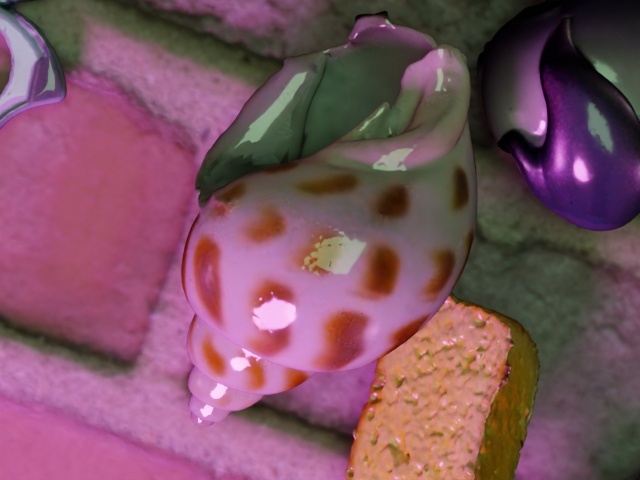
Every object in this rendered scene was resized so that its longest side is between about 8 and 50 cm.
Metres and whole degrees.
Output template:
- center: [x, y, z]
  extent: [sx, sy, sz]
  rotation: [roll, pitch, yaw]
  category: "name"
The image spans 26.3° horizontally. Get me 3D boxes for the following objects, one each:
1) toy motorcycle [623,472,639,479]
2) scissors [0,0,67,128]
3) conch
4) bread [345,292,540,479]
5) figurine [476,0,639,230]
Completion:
- center: [0.239, 0.203, 0.916]
  extent: [0.263, 0.091, 0.157]
  rotation: [-21, 96, -9]
  category: "toy motorcycle"
- center: [-0.330, -0.184, 0.880]
  extent: [0.360, 0.029, 0.191]
  rotation: [13, 89, -7]
  category: "scissors"
- center: [0.000, 0.000, 0.859]
  extent: [0.275, 0.183, 0.149]
  rotation: [-38, 125, -1]
  category: "conch"
- center: [0.077, 0.125, 0.890]
  extent: [0.103, 0.065, 0.187]
  rotation: [10, 79, 32]
  category: "bread"
- center: [0.173, -0.116, 0.887]
  extent: [0.145, 0.145, 0.222]
  rotation: [-10, 85, -7]
  category: "figurine"
